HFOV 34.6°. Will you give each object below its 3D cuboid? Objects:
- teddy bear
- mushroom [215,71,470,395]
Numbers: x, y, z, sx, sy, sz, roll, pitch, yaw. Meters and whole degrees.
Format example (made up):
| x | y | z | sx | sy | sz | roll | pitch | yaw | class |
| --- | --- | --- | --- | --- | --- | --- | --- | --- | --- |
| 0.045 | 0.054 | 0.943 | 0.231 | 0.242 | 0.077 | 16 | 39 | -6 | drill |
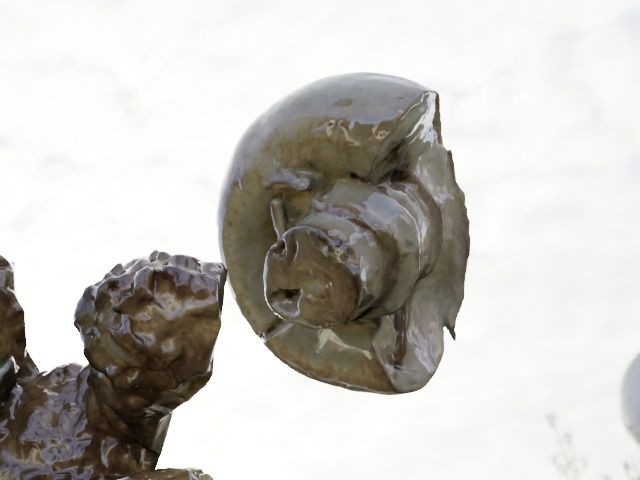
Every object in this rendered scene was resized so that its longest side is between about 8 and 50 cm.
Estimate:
| x | y | z | sx | sy | sz | roll | pitch | yaw | class |
| --- | --- | --- | --- | --- | --- | --- | --- | --- | --- |
| -0.185 | 0.113 | 0.533 | 0.222 | 0.246 | 0.296 | 10 | -28 | -20 | teddy bear |
| 0.000 | 0.000 | 0.805 | 0.188 | 0.254 | 0.195 | 2 | 20 | 30 | mushroom |
